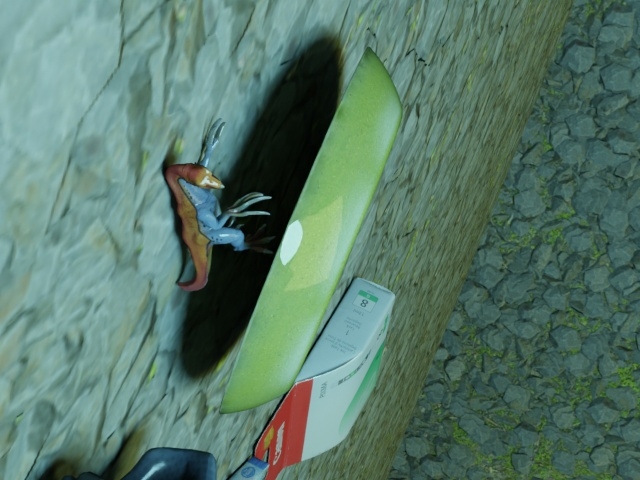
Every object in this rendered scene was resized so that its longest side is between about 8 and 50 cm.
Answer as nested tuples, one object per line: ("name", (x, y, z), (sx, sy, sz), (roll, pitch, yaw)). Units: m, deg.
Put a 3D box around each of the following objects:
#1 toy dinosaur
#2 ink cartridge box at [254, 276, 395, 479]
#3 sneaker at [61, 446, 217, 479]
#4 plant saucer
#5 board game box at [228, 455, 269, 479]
("toy dinosaur", (-0.055, -0.010, 0.469), (0.090, 0.047, 0.082), (-57, 150, 5))
("ink cartridge box", (0.002, 0.175, 1.001), (0.181, 0.056, 0.225), (97, 19, -50))
("sneaker", (-0.118, 0.171, 0.422), (0.300, 0.111, 0.121), (-25, 130, -81))
("plant saucer", (0.000, 0.000, 0.597), (0.241, 0.037, 0.241), (22, 90, -90))
("board game box", (-0.082, 0.247, 0.848), (0.090, 0.020, 0.090), (-70, 168, 15))
